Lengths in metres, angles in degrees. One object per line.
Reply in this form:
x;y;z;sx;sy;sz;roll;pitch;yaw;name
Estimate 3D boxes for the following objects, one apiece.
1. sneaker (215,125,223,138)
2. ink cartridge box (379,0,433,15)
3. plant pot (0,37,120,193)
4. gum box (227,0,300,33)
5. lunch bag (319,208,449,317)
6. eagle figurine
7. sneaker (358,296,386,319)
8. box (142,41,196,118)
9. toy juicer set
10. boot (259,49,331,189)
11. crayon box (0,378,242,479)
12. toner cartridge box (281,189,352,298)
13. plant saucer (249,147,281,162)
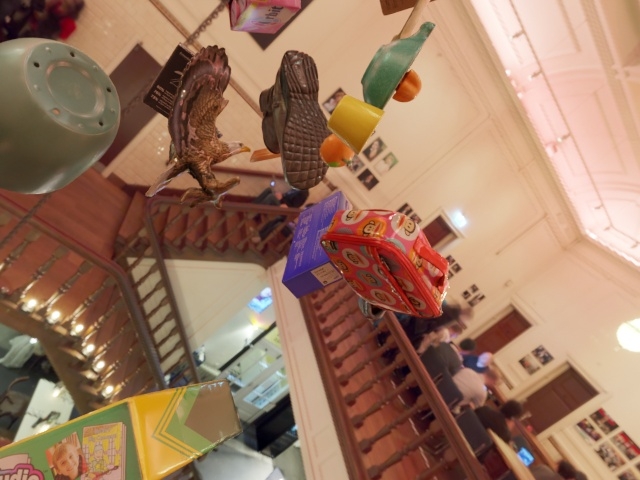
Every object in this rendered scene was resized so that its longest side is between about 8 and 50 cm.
-0.351;-0.283;1.228;0.086;0.192;0.064;37;50;-6;sneaker
0.216;-0.688;0.949;0.088;0.193;0.235;-63;141;-39;ink cartridge box
-0.566;-0.268;0.830;0.293;0.235;0.293;31;52;-51;plant pot
-0.122;-0.501;0.857;0.188;0.107;0.062;-158;-117;-64;gum box
0.164;0.055;0.903;0.258;0.120;0.293;6;-34;44;lunch bag
-0.255;-0.225;0.873;0.225;0.226;0.298;-1;76;-68;eagle figurine
0.205;0.116;1.151;0.104;0.262;0.125;25;8;-5;sneaker
-0.423;-0.472;1.244;0.153;0.207;0.108;33;13;-30;box
0.110;-0.246;0.669;0.089;0.329;0.209;32;-17;-2;toy juicer set
-0.074;-0.256;0.984;0.118;0.222;0.338;5;75;-25;boot
-0.339;0.321;0.581;0.313;0.362;0.106;62;6;-74;crayon box
0.000;0.000;1.181;0.075;0.165;0.348;52;28;-27;toner cartridge box
-0.139;-0.298;1.341;0.200;0.199;0.037;-89;167;-74;plant saucer
